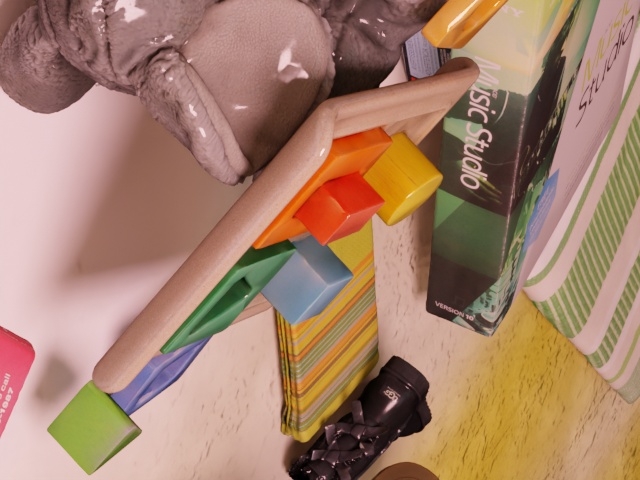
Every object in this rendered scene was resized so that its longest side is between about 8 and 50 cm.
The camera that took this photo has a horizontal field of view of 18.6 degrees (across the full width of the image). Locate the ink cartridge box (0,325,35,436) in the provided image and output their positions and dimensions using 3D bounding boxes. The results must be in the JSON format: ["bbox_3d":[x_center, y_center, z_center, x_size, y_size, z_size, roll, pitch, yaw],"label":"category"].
[{"bbox_3d":[-0.232,0.071,0.718,0.237,0.100,0.172,40,70,-60],"label":"ink cartridge box"}]

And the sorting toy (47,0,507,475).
[{"bbox_3d":[-0.004,-0.004,0.935,0.347,0.047,0.196,-48,171,26],"label":"sorting toy"}]

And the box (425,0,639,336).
[{"bbox_3d":[0.145,-0.121,1.224,0.232,0.058,0.322,-58,160,-34],"label":"box"}]

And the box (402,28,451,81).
[{"bbox_3d":[0.113,-0.217,1.184,0.233,0.044,0.159,-64,164,-17],"label":"box"}]

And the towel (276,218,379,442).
[{"bbox_3d":[0.000,0.000,1.167,0.102,0.021,0.237,-45,140,-46],"label":"towel"}]

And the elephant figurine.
[{"bbox_3d":[-0.069,-0.107,0.877,0.239,0.169,0.186,-21,87,-50],"label":"elephant figurine"}]

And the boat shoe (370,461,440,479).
[{"bbox_3d":[-0.001,0.235,1.223,0.223,0.080,0.073,-50,180,-21],"label":"boat shoe"}]

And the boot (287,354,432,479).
[{"bbox_3d":[0.026,0.129,1.243,0.099,0.045,0.121,-49,168,-14],"label":"boot"}]

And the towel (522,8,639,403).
[{"bbox_3d":[0.248,-0.024,1.563,0.248,0.038,0.325,-67,152,-9],"label":"towel"}]
